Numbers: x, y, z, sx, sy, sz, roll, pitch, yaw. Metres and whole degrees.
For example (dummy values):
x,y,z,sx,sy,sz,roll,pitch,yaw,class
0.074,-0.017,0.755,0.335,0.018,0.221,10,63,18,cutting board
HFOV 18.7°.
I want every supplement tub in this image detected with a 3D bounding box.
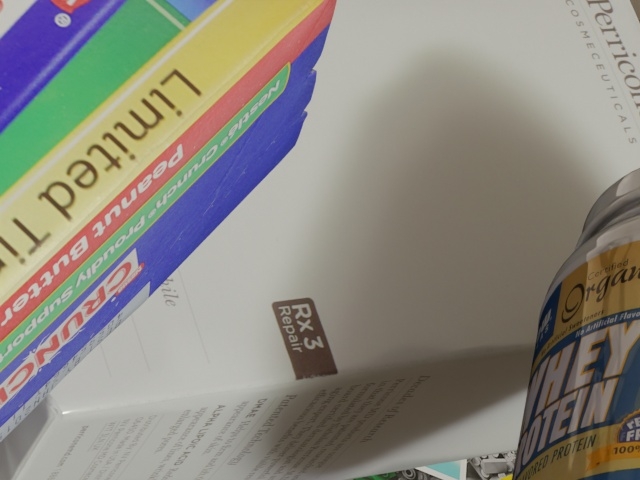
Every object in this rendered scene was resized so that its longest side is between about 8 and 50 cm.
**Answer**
x,y,z,sx,sy,sz,roll,pitch,yaw,class
0.149,0.078,0.754,0.144,0.144,0.200,-2,45,19,supplement tub

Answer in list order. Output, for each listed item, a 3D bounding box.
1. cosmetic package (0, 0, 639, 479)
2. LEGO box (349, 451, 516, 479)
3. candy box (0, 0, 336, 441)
x,y,z,sx,sy,sz,roll,pitch,yaw,class
0.000,0.000,0.967,0.385,0.217,0.156,-9,-25,-28,cosmetic package
-0.116,0.147,1.404,0.500,0.193,0.372,16,48,-22,LEGO box
-0.201,-0.068,0.618,0.317,0.122,0.268,41,67,9,candy box
